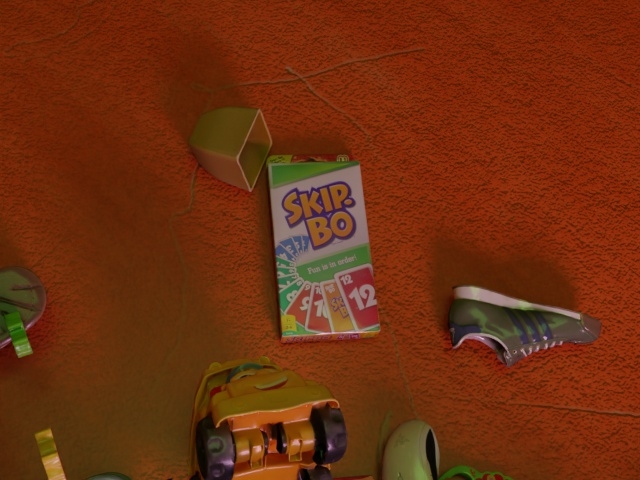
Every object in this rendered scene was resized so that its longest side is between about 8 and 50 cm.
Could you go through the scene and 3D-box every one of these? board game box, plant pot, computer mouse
[{"bbox_3d":[0.000,0.000,1.241,0.124,0.039,0.260,-2,65,-9],"label":"board game box"},{"bbox_3d":[-0.121,-0.124,1.254,0.083,0.081,0.081,14,65,18],"label":"plant pot"},{"bbox_3d":[0.099,0.296,1.105,0.106,0.042,0.193,-20,58,30],"label":"computer mouse"}]

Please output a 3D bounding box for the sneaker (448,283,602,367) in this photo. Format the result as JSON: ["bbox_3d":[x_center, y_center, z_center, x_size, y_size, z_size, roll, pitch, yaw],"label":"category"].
[{"bbox_3d":[0.249,0.119,1.210,0.192,0.064,0.086,15,74,-1],"label":"sneaker"}]

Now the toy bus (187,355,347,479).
[{"bbox_3d":[-0.076,0.201,1.047,0.149,0.220,0.211,-4,36,-19],"label":"toy bus"}]

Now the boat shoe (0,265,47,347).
[{"bbox_3d":[-0.441,0.129,1.110,0.285,0.089,0.105,-28,89,-14],"label":"boat shoe"}]

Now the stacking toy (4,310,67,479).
[{"bbox_3d":[-0.369,0.185,1.006,0.166,0.052,0.221,-18,50,-15],"label":"stacking toy"}]

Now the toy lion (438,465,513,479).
[{"bbox_3d":[0.186,0.305,1.140,0.096,0.034,0.100,-36,76,-27],"label":"toy lion"}]

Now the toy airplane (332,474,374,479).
[{"bbox_3d":[-0.002,0.319,1.109,0.151,0.028,0.151,2,68,-5],"label":"toy airplane"}]

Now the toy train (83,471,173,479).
[{"bbox_3d":[-0.291,0.360,1.002,0.333,0.142,0.190,-15,80,-13],"label":"toy train"}]
